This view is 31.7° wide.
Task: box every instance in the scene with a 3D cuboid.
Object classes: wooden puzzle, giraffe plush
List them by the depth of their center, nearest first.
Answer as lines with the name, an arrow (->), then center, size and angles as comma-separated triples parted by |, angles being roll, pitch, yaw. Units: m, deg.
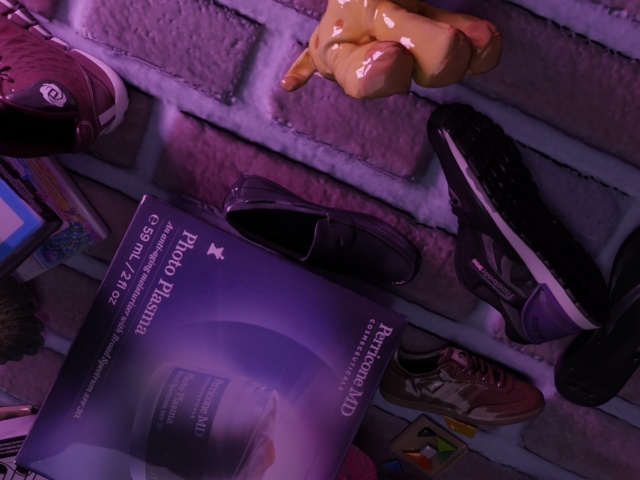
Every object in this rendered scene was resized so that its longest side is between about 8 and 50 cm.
giraffe plush -> 0.051, -0.233, 1.042 | 0.210, 0.181, 0.170 | 10, 114, 44
wooden puzzle -> 0.130, 0.249, 1.353 | 0.078, 0.014, 0.116 | 31, 119, -8

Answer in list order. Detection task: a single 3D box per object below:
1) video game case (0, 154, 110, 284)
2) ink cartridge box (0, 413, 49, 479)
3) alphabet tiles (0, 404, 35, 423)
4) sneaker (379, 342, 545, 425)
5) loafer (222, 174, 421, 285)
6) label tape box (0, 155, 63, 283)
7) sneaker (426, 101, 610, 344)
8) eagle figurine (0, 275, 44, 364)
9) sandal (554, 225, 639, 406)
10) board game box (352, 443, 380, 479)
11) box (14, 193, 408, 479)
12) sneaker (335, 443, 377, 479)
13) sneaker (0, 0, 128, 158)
video game case -> -0.338, -0.038, 1.274 | 0.143, 0.019, 0.157 | -26, 110, 21
ink cartridge box -> -0.334, 0.264, 1.409 | 0.207, 0.046, 0.097 | -13, 117, 15
alphabet tiles -> -0.415, 0.365, 1.511 | 0.285, 0.011, 0.342 | -5, 117, 13
sneaker -> 0.160, 0.158, 1.268 | 0.188, 0.066, 0.071 | 5, 118, 6
loafer -> 0.000, 0.000, 1.202 | 0.223, 0.078, 0.076 | 22, 119, -3
label tape box -> -0.380, -0.073, 1.109 | 0.115, 0.348, 0.249 | -43, 97, -4
sneaker -> 0.171, -0.003, 1.161 | 0.124, 0.107, 0.283 | -27, 105, 36
eagle figurine -> -0.493, 0.096, 1.279 | 0.298, 0.225, 0.226 | 34, 112, 5
sandal -> 0.338, 0.087, 1.205 | 0.097, 0.054, 0.254 | 20, 120, -2
board game box -> -0.095, 0.236, 1.366 | 0.213, 0.046, 0.317 | -27, 111, 22
box -> -0.104, 0.148, 1.164 | 0.294, 0.183, 0.296 | 25, 87, -1
sneaker -> -0.061, 0.283, 1.311 | 0.252, 0.111, 0.103 | -4, 78, -7
sneaker -> -0.335, -0.173, 1.117 | 0.281, 0.162, 0.106 | 27, 119, -6
